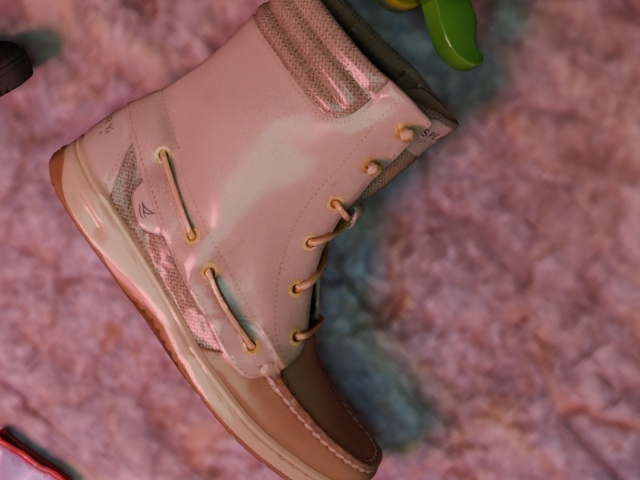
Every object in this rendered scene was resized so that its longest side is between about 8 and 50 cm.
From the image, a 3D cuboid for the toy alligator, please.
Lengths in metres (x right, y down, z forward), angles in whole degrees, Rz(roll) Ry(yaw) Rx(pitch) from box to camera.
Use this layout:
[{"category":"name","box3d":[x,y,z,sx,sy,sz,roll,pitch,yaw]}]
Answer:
[{"category":"toy alligator","box3d":[0.029,-0.164,0.853,0.051,0.056,0.189,-37,98,-28]}]

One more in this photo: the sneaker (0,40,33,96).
[{"category":"sneaker","box3d":[-0.225,-0.095,0.899,0.170,0.051,0.089,-11,107,13]}]

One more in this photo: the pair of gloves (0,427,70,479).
[{"category":"pair of gloves","box3d":[-0.154,0.191,0.978,0.198,0.023,0.159,39,105,-4]}]

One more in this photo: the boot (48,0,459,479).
[{"category":"boot","box3d":[0.000,0.000,0.883,0.165,0.077,0.213,-37,94,12]}]
